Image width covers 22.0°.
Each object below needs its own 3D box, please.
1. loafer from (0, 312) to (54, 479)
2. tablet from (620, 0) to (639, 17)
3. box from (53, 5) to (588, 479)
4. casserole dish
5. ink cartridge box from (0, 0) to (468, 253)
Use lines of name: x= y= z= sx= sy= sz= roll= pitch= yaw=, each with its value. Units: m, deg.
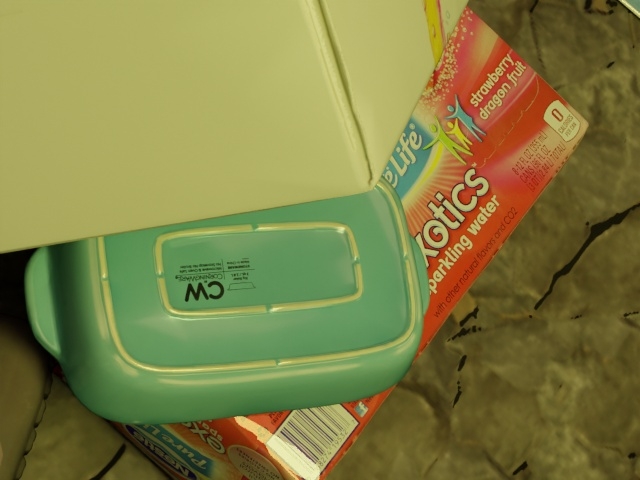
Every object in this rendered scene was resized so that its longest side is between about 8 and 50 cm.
loafer: x=-0.226 y=0.180 z=0.668 sx=0.130 sy=0.134 sz=0.366 roll=23 pitch=56 yaw=-12
tablet: x=0.206 y=-0.161 z=1.033 sx=0.083 sy=0.006 sz=0.054 roll=38 pitch=63 yaw=-10
box: x=0.000 y=0.000 z=0.820 sx=0.128 sy=0.122 sz=0.257 roll=43 pitch=62 yaw=-7
casserole dish: x=-0.031 y=0.016 z=0.710 sx=0.188 sy=0.037 sz=0.114 roll=-4 pitch=75 yaw=-23
ink cartridge box: x=-0.062 y=-0.150 z=0.684 sx=0.270 sy=0.198 sz=0.197 roll=-62 pitch=138 yaw=-56
